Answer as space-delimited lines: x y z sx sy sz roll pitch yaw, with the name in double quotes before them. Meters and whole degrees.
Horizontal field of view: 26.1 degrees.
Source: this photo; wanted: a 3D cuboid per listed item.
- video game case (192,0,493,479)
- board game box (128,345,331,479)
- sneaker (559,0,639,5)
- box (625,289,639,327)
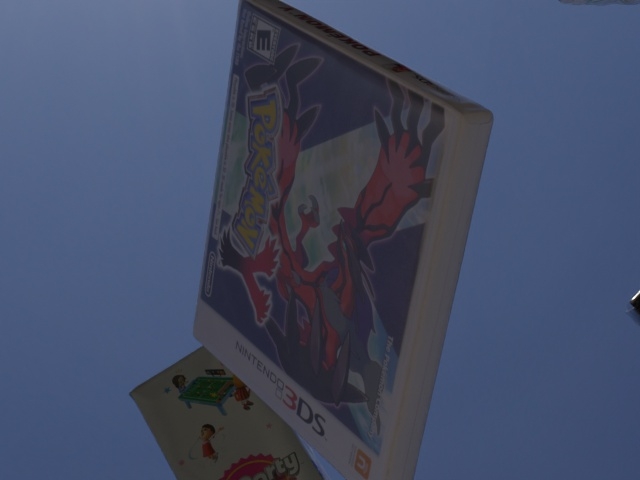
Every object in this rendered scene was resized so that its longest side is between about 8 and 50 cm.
"video game case" 0.000 0.000 0.682 0.023 0.201 0.183 -7 -152 -35
"board game box" -0.004 0.244 1.030 0.097 0.224 0.303 -33 -127 -4
"sneaker" 0.141 -0.150 0.684 0.061 0.152 0.053 14 -88 22
"box" 0.490 0.029 1.075 0.395 0.097 0.318 -45 -101 3
